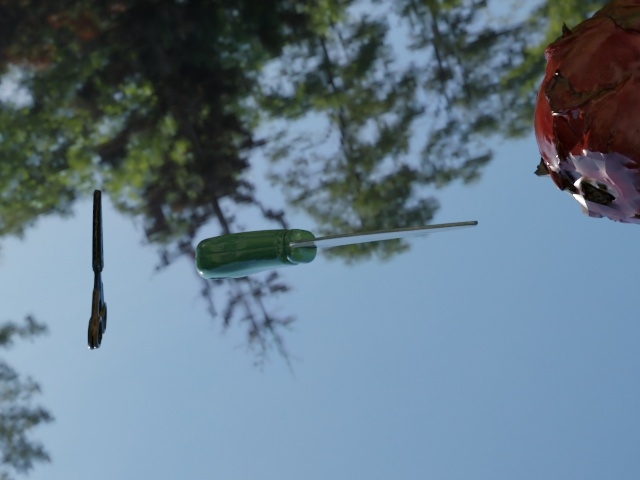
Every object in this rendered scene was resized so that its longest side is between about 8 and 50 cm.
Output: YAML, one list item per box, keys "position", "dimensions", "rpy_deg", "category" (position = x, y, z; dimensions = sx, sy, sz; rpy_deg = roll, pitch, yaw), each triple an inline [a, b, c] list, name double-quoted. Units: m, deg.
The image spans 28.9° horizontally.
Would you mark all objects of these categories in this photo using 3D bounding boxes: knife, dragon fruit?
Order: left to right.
- position: [-0.001, 0.000, 0.944]
  dimensions: [0.260, 0.034, 0.063]
  rpy_deg: [-10, 169, 41]
  category: "knife"
- position: [0.414, -0.167, 1.542]
  dimensions: [0.296, 0.295, 0.301]
  rpy_deg: [7, -131, 49]
  category: "dragon fruit"

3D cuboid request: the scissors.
- position: [-0.297, 0.036, 1.657]
  dimensions: [0.017, 0.220, 0.088]
  rpy_deg: [4, -159, 1]
  category: "scissors"
